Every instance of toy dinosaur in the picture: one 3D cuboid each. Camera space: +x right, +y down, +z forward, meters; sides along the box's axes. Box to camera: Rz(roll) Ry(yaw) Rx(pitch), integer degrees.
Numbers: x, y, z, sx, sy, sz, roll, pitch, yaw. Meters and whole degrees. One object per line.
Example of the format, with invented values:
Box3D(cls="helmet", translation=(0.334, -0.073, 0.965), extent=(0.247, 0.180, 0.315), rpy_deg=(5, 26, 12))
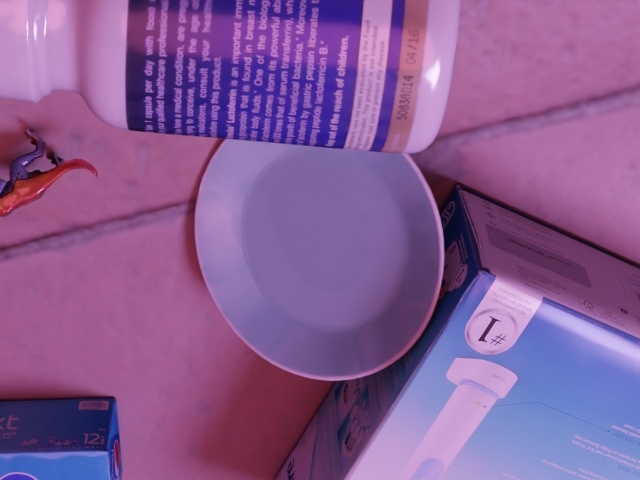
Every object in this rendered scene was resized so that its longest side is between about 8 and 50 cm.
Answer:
Box3D(cls="toy dinosaur", translation=(-0.206, -0.033, 0.943), extent=(0.082, 0.090, 0.047), rpy_deg=(-54, 128, -23))

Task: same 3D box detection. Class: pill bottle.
Box3D(cls="pill bottle", translation=(-0.059, -0.135, 0.843), extent=(0.265, 0.153, 0.153), rpy_deg=(4, 119, -4))

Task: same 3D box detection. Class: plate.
Box3D(cls="plate", translation=(0.000, 0.000, 0.955), extent=(0.188, 0.024, 0.188), rpy_deg=(8, 106, 28))

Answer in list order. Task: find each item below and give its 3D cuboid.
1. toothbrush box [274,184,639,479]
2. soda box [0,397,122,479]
Box3D(cls="toothbrush box", translation=(0.124, 0.144, 1.018), extent=(0.216, 0.126, 0.295), rpy_deg=(22, 115, -14))
Box3D(cls="soda box", translation=(-0.254, 0.164, 1.053), extent=(0.210, 0.067, 0.071), rpy_deg=(-1, 119, -1))
